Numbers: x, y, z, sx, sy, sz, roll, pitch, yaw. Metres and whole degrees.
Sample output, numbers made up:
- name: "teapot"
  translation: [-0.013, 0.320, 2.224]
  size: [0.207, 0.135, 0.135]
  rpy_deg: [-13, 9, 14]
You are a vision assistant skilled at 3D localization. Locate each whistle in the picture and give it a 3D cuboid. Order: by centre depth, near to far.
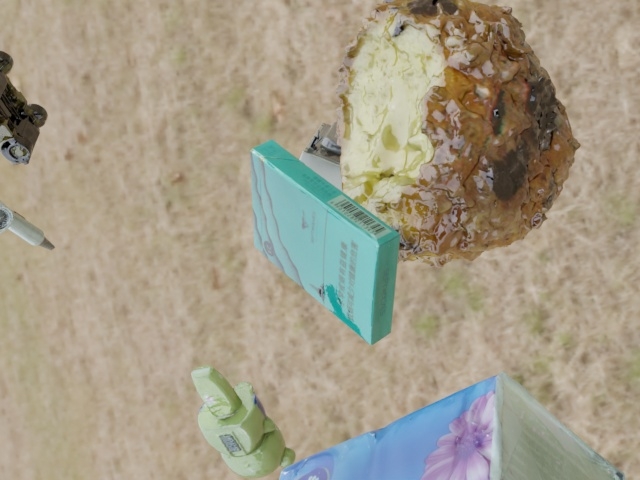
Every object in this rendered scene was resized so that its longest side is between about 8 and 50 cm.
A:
- name: "whistle"
  translation: [-0.115, 0.251, 1.356]
  size: [0.085, 0.105, 0.227]
  rpy_deg: [-78, -32, -49]

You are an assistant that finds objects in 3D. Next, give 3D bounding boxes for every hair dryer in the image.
- name: "hair dryer"
  translation: [-0.428, -0.020, 1.401]
  size: [0.044, 0.183, 0.155]
  rpy_deg: [-51, 41, -3]

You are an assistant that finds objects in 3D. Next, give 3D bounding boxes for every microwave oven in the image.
- name: "microwave oven"
  translation: [0.027, -0.086, 1.645]
  size: [0.240, 0.145, 0.194]
  rpy_deg: [-65, 0, -71]

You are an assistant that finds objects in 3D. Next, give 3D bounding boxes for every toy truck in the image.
- name: "toy truck"
  translation: [-0.609, -0.255, 1.789]
  size: [0.127, 0.127, 0.257]
  rpy_deg: [-88, -23, -43]

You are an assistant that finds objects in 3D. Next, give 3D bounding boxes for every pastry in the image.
- name: "pastry"
  translation: [0.202, -0.154, 1.420]
  size: [0.292, 0.337, 0.405]
  rpy_deg: [-11, 73, 50]

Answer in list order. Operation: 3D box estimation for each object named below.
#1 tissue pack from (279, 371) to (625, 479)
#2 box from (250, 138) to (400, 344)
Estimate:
- name: "tissue pack"
  translation: [0.109, 0.253, 0.871]
  size: [0.263, 0.198, 0.146]
  rpy_deg: [-32, 29, 32]
- name: "box"
  translation: [0.000, 0.000, 1.167]
  size: [0.226, 0.042, 0.161]
  rpy_deg: [38, 143, 34]
